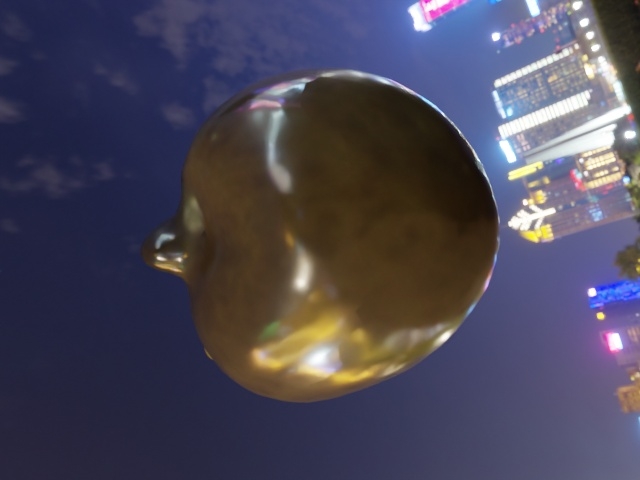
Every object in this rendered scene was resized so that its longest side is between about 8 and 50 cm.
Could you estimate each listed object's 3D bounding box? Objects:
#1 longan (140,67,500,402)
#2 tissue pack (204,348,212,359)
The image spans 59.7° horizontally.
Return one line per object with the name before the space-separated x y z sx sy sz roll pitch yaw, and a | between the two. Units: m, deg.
longan | 0.000 0.000 0.492 0.300 0.300 0.243 60 -175 -16
tissue pack | -0.111 0.094 0.847 0.123 0.127 0.178 11 -118 -22
